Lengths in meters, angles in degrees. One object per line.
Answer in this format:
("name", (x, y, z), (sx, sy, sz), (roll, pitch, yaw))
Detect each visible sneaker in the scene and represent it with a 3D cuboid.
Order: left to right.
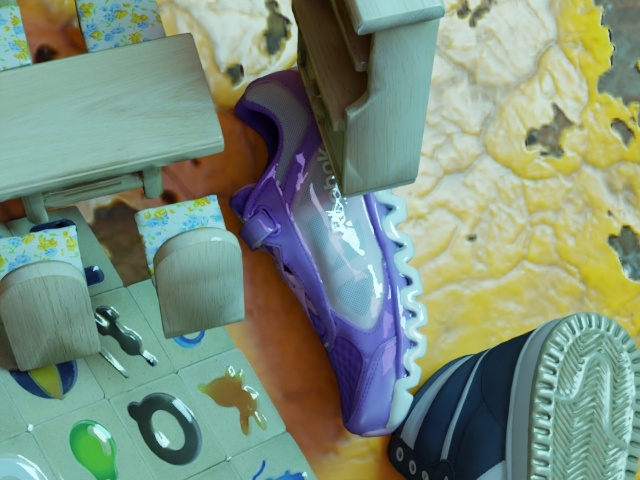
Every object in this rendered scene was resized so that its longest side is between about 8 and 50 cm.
("sneaker", (0.000, 0.000, 0.864), (0.104, 0.095, 0.236), (-5, 84, -14))
("sneaker", (0.094, 0.184, 0.841), (0.099, 0.153, 0.282), (25, 70, -22))

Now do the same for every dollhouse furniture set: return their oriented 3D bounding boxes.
("dollhouse furniture set", (-0.074, -0.085, 0.737), (0.242, 0.161, 0.212), (-13, 61, -9))

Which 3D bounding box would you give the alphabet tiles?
("alphabet tiles", (-0.101, 0.139, 0.744), (0.285, 0.011, 0.343), (-19, 73, -54))
